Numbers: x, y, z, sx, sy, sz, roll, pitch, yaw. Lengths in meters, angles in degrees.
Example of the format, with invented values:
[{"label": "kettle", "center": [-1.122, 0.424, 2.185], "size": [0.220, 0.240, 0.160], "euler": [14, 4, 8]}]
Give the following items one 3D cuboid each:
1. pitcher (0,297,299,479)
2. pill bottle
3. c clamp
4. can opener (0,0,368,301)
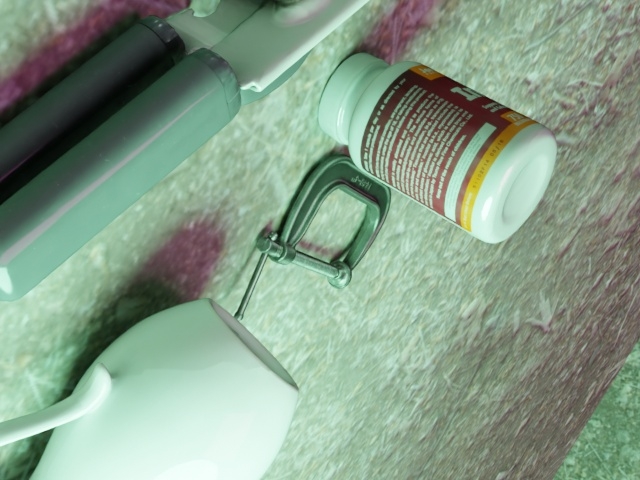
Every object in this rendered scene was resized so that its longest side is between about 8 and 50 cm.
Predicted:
[{"label": "pitcher", "center": [-0.127, 0.124, 0.656], "size": [0.207, 0.125, 0.178], "euler": [-45, 137, -1]}, {"label": "pill bottle", "center": [0.075, -0.068, 0.733], "size": [0.086, 0.152, 0.086], "euler": [-40, 148, -31]}, {"label": "c clamp", "center": [0.000, 0.000, 0.833], "size": [0.160, 0.022, 0.137], "euler": [13, 103, -60]}, {"label": "can opener", "center": [-0.075, -0.069, 0.565], "size": [0.280, 0.074, 0.093], "euler": [-42, 150, -27]}]
